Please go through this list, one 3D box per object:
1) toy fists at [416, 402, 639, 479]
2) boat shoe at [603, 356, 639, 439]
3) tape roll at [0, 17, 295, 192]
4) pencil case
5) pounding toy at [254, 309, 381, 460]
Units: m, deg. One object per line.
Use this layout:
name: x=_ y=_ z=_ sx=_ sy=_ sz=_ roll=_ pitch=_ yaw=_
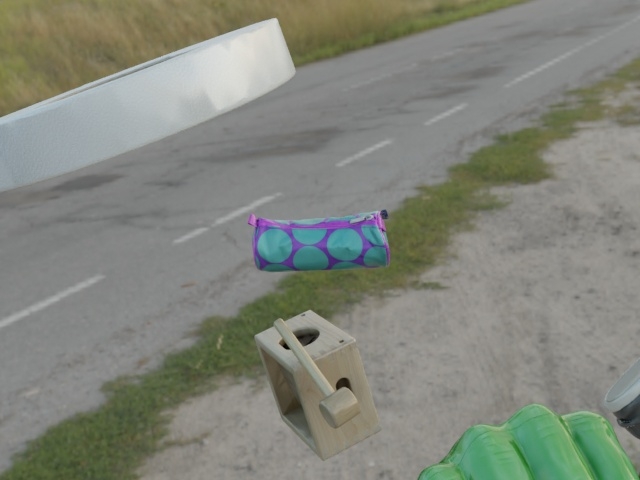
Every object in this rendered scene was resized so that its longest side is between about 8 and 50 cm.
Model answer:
toy fists: x=0.183 y=0.169 z=0.489 sx=0.279 sy=0.142 sz=0.096 roll=3 pitch=31 yaw=-10
boat shoe: x=0.506 y=0.125 z=1.021 sx=0.335 sy=0.095 sz=0.112 roll=-47 pitch=-5 yaw=12
tape roll: x=-0.220 y=-0.160 z=0.947 sx=0.392 sy=0.072 sz=0.392 roll=-19 pitch=16 yaw=6
pencil case: x=0.000 y=0.000 z=0.900 sx=0.152 sy=0.070 sz=0.064 roll=-4 pitch=41 yaw=6
pounding toy: x=0.009 y=0.152 z=0.943 sx=0.094 sy=0.181 sz=0.206 roll=-23 pitch=20 yaw=-20
